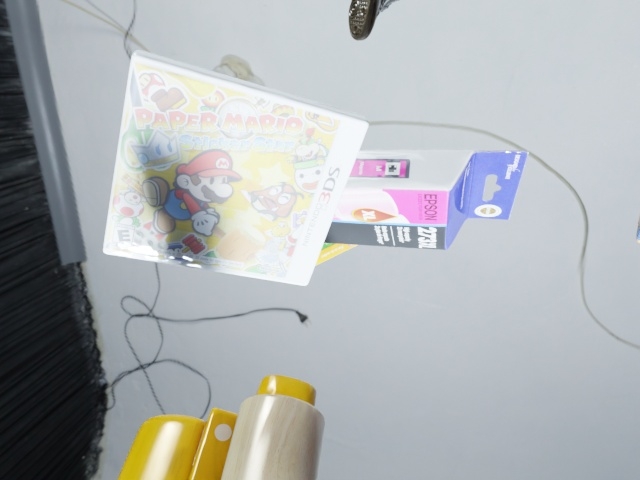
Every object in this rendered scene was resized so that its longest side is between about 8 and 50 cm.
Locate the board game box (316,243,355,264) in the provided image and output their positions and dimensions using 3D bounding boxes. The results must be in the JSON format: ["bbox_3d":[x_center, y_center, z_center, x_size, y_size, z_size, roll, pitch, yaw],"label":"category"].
[{"bbox_3d":[0.000,0.000,1.029,0.259,0.124,0.039,-23,117,-21],"label":"board game box"}]

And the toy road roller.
[{"bbox_3d":[-0.151,0.323,0.676,0.240,0.203,0.330,18,136,-8],"label":"toy road roller"}]

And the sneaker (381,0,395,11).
[{"bbox_3d":[0.195,-0.682,1.359,0.124,0.283,0.107,9,80,-10],"label":"sneaker"}]

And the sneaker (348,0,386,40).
[{"bbox_3d":[0.100,-0.441,0.873,0.071,0.066,0.189,8,89,-31],"label":"sneaker"}]

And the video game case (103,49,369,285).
[{"bbox_3d":[-0.089,-0.057,0.505,0.226,0.026,0.206,11,118,-19],"label":"video game case"}]

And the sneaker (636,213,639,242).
[{"bbox_3d":[0.616,-0.102,0.807,0.130,0.112,0.296,12,146,30],"label":"sneaker"}]

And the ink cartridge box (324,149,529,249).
[{"bbox_3d":[0.070,-0.052,0.665,0.370,0.176,0.069,1,66,13],"label":"ink cartridge box"}]
